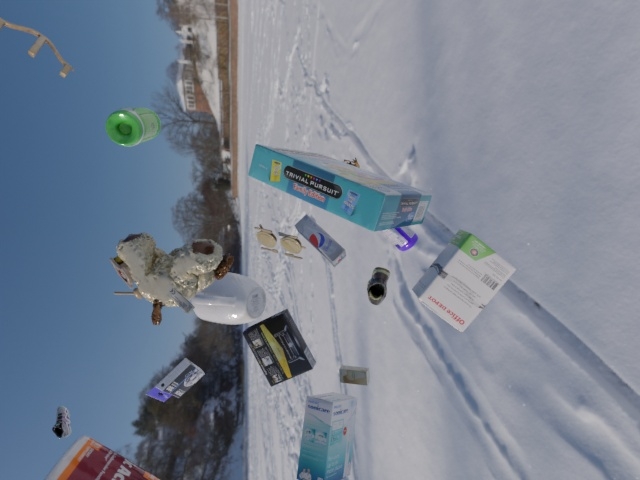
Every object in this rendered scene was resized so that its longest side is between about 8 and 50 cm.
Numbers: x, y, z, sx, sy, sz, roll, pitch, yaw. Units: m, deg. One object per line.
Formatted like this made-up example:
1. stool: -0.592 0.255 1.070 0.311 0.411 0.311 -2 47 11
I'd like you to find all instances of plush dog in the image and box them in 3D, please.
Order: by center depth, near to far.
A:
1. plush dog: -0.352 0.087 1.029 0.225 0.262 0.211 -23 -62 -77

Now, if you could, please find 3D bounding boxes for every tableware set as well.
1. tableware set: -0.154 -0.003 1.540 0.128 0.194 0.039 81 -150 -46

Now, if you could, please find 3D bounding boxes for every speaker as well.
1. speaker: -0.677 -0.421 1.478 0.296 0.131 0.131 -110 24 -69

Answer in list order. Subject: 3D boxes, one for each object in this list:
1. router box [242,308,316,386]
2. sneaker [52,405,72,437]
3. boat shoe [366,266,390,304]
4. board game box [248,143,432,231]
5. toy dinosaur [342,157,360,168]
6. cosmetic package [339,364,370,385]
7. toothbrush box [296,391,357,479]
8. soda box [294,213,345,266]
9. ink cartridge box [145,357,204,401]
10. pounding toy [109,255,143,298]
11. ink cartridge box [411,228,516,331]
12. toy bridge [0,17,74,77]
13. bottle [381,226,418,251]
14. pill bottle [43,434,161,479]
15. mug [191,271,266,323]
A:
1. router box: -0.201 0.524 1.967 0.309 0.242 0.081 63 -166 -2
2. sneaker: -0.826 0.576 1.276 0.098 0.038 0.069 63 171 13
3. boat shoe: 0.201 0.181 1.459 0.224 0.080 0.074 93 -161 -53
4. board game box: 0.048 -0.126 0.912 0.335 0.253 0.079 27 109 29
5. toy dinosaur: 0.163 -0.320 1.813 0.211 0.064 0.112 40 -176 26
6. cosmetic package: 0.134 0.532 1.589 0.041 0.115 0.061 -19 -76 -66
7. toothbrush box: 0.032 0.754 1.553 0.216 0.126 0.296 26 -113 -56
8. soda box: 0.000 0.000 2.039 0.286 0.091 0.098 44 171 19
9. ink cartridge box: -0.624 0.622 1.752 0.045 0.208 0.206 41 160 23
10. pounding toy: -0.981 0.171 2.005 0.269 0.154 0.154 36 142 28
11. ink cartridge box: 0.471 0.132 1.345 0.273 0.198 0.115 -52 6 8
12. toy bridge: -0.758 -0.522 1.081 0.026 0.188 0.063 -3 60 52
13. bottle: 0.325 -0.074 1.886 0.092 0.283 0.118 -48 4 -27
14. pill bottle: -0.619 0.782 1.197 0.224 0.392 0.224 -53 7 9
15. mug: -0.490 0.305 2.101 0.374 0.327 0.277 13 -99 -60
